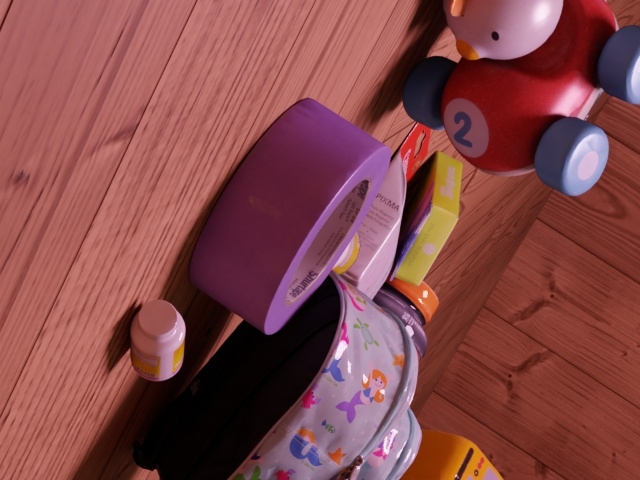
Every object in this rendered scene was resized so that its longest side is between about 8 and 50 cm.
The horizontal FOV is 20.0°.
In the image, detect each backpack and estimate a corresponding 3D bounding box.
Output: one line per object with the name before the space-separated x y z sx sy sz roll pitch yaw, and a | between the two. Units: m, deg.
backpack | -0.021 0.156 1.654 0.253 0.191 0.225 -56 -158 6

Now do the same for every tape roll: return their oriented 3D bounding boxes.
tape roll | -0.025 -0.020 1.521 0.189 0.080 0.189 -54 169 -16

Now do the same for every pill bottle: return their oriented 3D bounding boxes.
pill bottle | 0.000 0.000 1.737 0.065 0.065 0.116 -57 169 0
pill bottle | -0.128 0.077 1.431 0.043 0.043 0.083 -52 169 -24
pill bottle | 0.043 0.146 2.201 0.246 0.130 0.130 -53 169 -20

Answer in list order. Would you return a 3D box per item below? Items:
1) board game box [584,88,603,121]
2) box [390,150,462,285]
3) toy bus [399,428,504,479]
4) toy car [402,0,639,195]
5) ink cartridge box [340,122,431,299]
board game box | 0.269 -0.180 2.231 0.126 0.026 0.186 -54 -149 -11
box | 0.130 -0.024 2.201 0.178 0.042 0.109 -76 -167 -62
toy bus | 0.058 0.300 2.245 0.332 0.130 0.108 -3 -133 45
toy car | 0.171 -0.195 1.725 0.210 0.219 0.238 -55 141 -7
ink cartridge box | 0.083 -0.028 2.076 0.232 0.066 0.189 -50 169 -15
